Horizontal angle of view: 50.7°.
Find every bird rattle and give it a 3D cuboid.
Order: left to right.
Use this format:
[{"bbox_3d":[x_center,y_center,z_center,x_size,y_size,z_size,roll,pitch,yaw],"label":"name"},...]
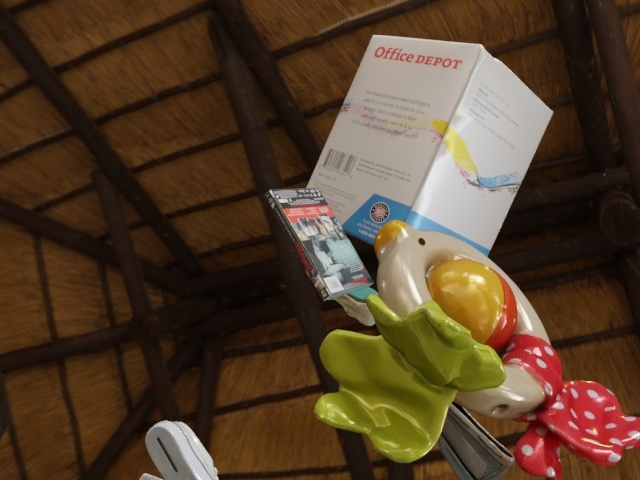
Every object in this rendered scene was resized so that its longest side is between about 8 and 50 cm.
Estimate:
[{"bbox_3d":[0.128,0.075,0.514,0.143,0.253,0.207,-56,-151,40],"label":"bird rattle"}]

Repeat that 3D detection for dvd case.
[{"bbox_3d":[0.000,0.000,0.674,0.013,0.087,0.120,-39,-105,30],"label":"dvd case"}]

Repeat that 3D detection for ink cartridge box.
[{"bbox_3d":[0.123,-0.095,0.794,0.171,0.168,0.233,27,-86,47],"label":"ink cartridge box"}]

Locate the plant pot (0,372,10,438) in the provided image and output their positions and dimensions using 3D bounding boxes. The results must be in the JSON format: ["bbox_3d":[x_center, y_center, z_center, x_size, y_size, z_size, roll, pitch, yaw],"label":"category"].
[{"bbox_3d":[-0.487,0.215,0.810,0.166,0.188,0.188,13,-50,1],"label":"plant pot"}]

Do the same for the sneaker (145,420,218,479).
[{"bbox_3d":[-0.210,0.428,1.185,0.094,0.091,0.258,-33,-105,17],"label":"sneaker"}]

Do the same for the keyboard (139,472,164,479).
[{"bbox_3d":[-0.263,0.424,0.906,0.072,0.014,0.256,29,-80,-12],"label":"keyboard"}]

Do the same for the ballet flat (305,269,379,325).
[{"bbox_3d":[0.028,0.074,0.991,0.168,0.057,0.053,36,-44,52],"label":"ballet flat"}]

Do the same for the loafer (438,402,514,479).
[{"bbox_3d":[0.196,0.250,1.049,0.084,0.096,0.268,-40,-106,22],"label":"loafer"}]
